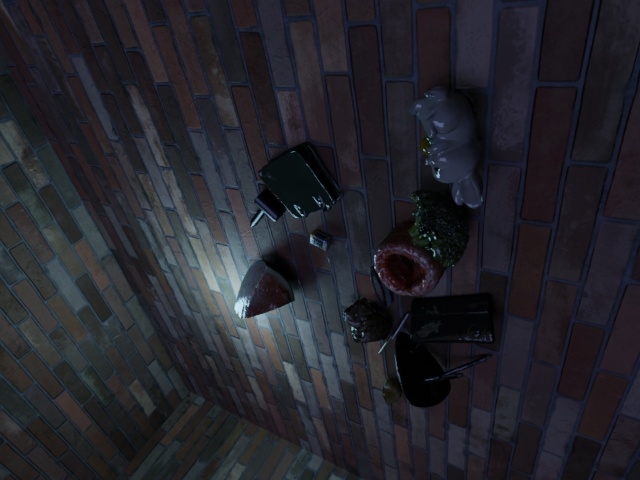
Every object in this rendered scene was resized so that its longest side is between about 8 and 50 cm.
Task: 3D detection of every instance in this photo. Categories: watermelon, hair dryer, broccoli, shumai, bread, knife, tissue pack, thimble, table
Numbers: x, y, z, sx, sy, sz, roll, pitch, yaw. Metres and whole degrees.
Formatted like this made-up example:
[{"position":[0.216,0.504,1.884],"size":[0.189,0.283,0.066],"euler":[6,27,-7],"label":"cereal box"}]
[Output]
[{"position":[-0.253,0.252,2.074],"size":[0.222,0.319,0.292],"euler":[19,-175,-18],"label":"watermelon"},{"position":[-0.244,-0.104,1.850],"size":[0.128,0.070,0.255],"euler":[42,147,-3],"label":"hair dryer"},{"position":[0.357,-0.045,1.332],"size":[0.226,0.198,0.176],"euler":[26,124,7],"label":"broccoli"},{"position":[0.208,0.335,1.846],"size":[0.183,0.218,0.186],"euler":[-17,75,41],"label":"shumai"},{"position":[0.349,0.723,2.099],"size":[0.094,0.083,0.157],"euler":[-5,124,37],"label":"bread"},{"position":[0.309,0.396,1.822],"size":[0.022,0.046,0.256],"euler":[28,117,1],"label":"knife"},{"position":[0.000,0.000,1.758],"size":[0.083,0.042,0.062],"euler":[28,140,16],"label":"tissue pack"},{"position":[0.316,0.067,1.490],"size":[0.239,0.162,0.239],"euler":[18,132,22],"label":"thimble"},{"position":[0.463,0.448,1.683],"size":[0.317,0.317,0.249],"euler":[44,126,-4],"label":"table"}]

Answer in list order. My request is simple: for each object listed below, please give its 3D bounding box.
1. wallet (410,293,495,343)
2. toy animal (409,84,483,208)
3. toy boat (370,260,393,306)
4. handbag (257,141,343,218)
[{"position":[0.470,0.288,1.581],"size":[0.321,0.171,0.044],"euler":[-11,163,41],"label":"wallet"},{"position":[0.353,-0.246,1.154],"size":[0.154,0.208,0.325],"euler":[-29,97,6],"label":"toy animal"},{"position":[0.236,0.173,1.733],"size":[0.080,0.046,0.229],"euler":[7,131,37],"label":"toy boat"},{"position":[-0.076,-0.209,1.606],"size":[0.247,0.079,0.260],"euler":[-17,115,45],"label":"handbag"}]
